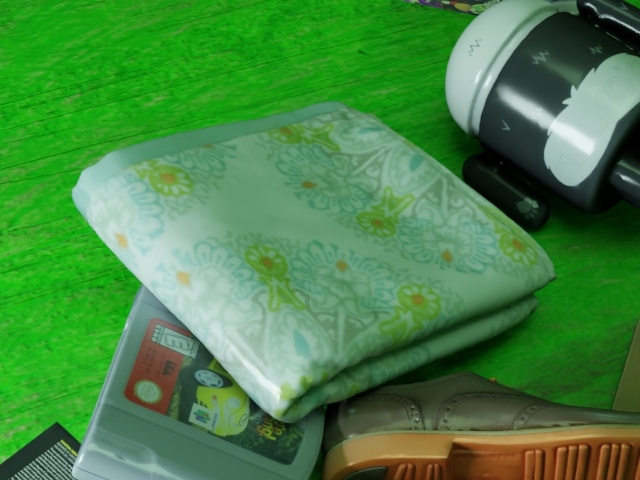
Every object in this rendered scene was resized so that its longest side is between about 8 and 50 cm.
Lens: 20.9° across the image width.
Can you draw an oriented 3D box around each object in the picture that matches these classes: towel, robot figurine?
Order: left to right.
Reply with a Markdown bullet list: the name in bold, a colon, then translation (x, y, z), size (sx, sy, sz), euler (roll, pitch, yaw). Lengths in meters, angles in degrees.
- **towel**: translation (0.000, 0.000, 1.651), size (0.374, 0.090, 0.320), euler (-19, 48, -40)
- **robot figurine**: translation (0.262, -0.137, 1.809), size (0.278, 0.174, 0.209), euler (35, 52, 22)

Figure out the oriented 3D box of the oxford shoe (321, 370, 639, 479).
- **oxford shoe**: translation (0.180, 0.170, 1.566), size (0.363, 0.130, 0.133), euler (1, 43, -6)

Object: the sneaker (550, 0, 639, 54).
- **sneaker**: translation (0.411, -0.176, 1.906), size (0.366, 0.135, 0.150), euler (26, 31, 15)

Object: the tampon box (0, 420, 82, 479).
- **tampon box**: translation (-0.245, 0.256, 1.445), size (0.101, 0.120, 0.161), euler (39, 56, 23)

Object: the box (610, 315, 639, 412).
- **box**: translation (0.382, 0.166, 1.658), size (0.201, 0.021, 0.164), euler (18, 50, 9)

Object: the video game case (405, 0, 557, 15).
- **video game case**: translation (0.183, -0.306, 1.911), size (0.210, 0.232, 0.042), euler (12, 76, 3)

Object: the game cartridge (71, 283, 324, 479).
- **game cartridge**: translation (-0.094, 0.149, 1.515), size (0.196, 0.060, 0.294), euler (26, 27, -9)
